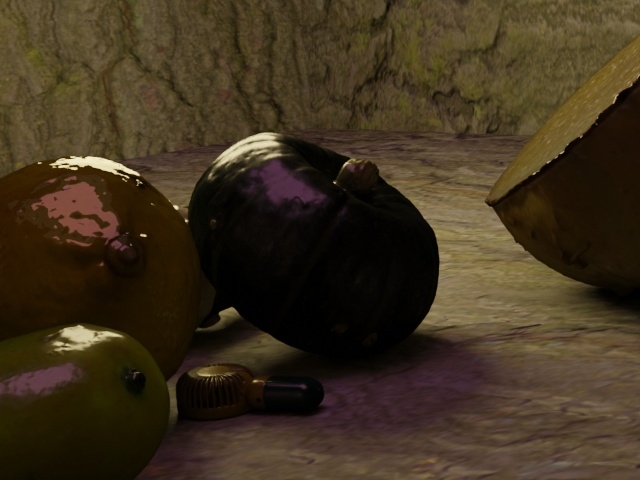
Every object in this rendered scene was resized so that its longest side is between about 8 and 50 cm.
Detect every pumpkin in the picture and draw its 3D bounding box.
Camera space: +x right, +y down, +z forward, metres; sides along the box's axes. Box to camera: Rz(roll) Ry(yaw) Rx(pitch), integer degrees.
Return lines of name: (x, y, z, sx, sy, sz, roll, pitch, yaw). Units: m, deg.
pumpkin: (0.000, 0.000, 1.514, 0.300, 0.207, 0.300, 31, 15, -9)

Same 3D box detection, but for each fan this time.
fan: (-0.070, 0.148, 1.333, 0.155, 0.039, 0.082, -1, 11, 20)

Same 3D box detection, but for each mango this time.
mango: (-0.253, 0.158, 1.074, 0.273, 0.149, 0.185, -16, 13, -11)

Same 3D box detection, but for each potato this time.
potato: (0.439, -0.075, 1.662, 0.385, 0.319, 0.442, -46, -2, 30)

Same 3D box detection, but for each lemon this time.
lemon: (-0.246, 0.051, 1.326, 0.268, 0.268, 0.322, -13, 7, -35)

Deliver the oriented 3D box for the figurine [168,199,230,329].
figurine: (-0.141, 0.021, 1.675, 0.332, 0.185, 0.204, -17, -20, -31)
